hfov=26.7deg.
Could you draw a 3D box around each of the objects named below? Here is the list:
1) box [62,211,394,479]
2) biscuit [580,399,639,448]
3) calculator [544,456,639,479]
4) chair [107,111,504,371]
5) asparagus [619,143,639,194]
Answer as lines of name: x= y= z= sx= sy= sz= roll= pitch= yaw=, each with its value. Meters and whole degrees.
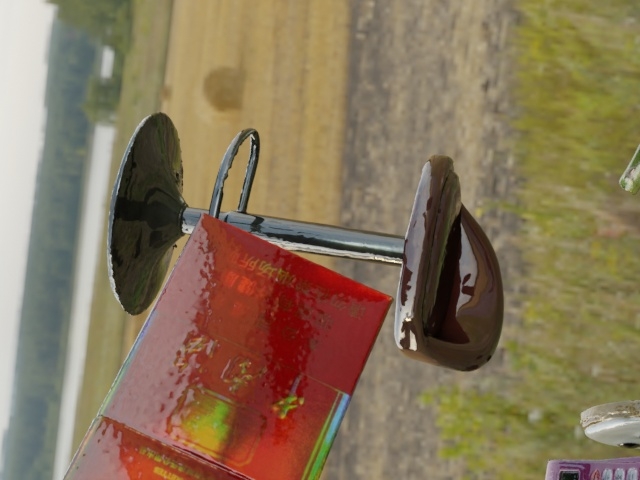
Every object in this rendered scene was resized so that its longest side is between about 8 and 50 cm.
box: x=-0.084 y=0.152 z=1.195 sx=0.089 sy=0.197 sz=0.313 roll=115 pitch=180 yaw=-62
biscuit: x=0.454 y=0.252 z=1.802 sx=0.181 sy=0.208 sz=0.049 roll=102 pitch=169 yaw=-69
calculator: x=0.327 y=0.313 z=1.546 sx=0.190 sy=0.034 sz=0.127 roll=-12 pitch=58 yaw=48
chair: x=0.000 y=0.000 z=1.426 sx=0.226 sy=0.400 sz=0.227 roll=9 pitch=-90 yaw=-80
asparagus: x=0.329 y=-0.140 z=1.240 sx=0.024 sy=0.025 sz=0.248 roll=-105 pitch=23 yaw=-45
